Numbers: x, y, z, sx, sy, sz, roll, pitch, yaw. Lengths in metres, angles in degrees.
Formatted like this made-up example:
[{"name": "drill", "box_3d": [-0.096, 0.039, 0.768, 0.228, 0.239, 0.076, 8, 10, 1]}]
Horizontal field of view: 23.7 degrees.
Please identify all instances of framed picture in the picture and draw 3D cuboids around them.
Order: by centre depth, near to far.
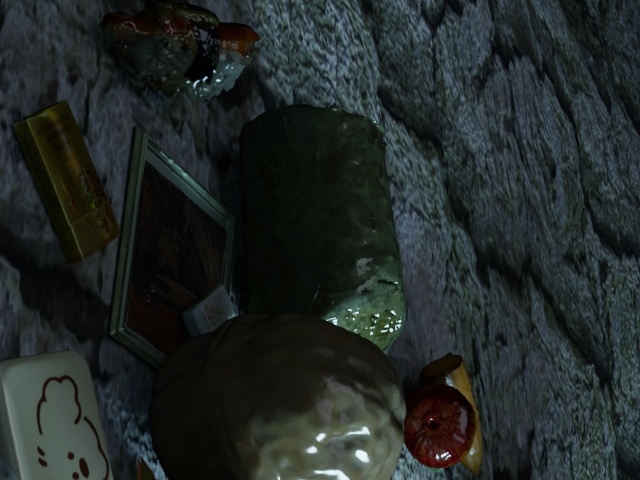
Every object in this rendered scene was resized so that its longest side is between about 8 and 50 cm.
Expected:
[{"name": "framed picture", "box_3d": [-0.159, 0.033, 1.728, 0.216, 0.016, 0.273, 44, 39, -48]}]

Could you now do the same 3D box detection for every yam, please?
[{"name": "yam", "box_3d": [0.000, 0.000, 1.860, 0.195, 0.195, 0.300, 28, 53, -57]}]

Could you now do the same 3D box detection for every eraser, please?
[{"name": "eraser", "box_3d": [-0.127, 0.082, 1.723, 0.083, 0.019, 0.038, -44, 117, -61]}]

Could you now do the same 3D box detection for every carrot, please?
[{"name": "carrot", "box_3d": [0.207, 0.273, 2.296, 0.072, 0.072, 0.205, -54, 131, -58]}]

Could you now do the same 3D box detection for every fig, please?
[{"name": "fig", "box_3d": [0.156, 0.260, 2.176, 0.153, 0.119, 0.119, 1, -70, 71]}]

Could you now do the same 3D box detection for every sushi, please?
[{"name": "sushi", "box_3d": [-0.166, -0.216, 1.760, 0.226, 0.097, 0.103, 8, 63, -47]}]

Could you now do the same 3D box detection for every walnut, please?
[{"name": "walnut", "box_3d": [-0.045, 0.191, 1.596, 0.273, 0.273, 0.227, 43, 63, -48]}]

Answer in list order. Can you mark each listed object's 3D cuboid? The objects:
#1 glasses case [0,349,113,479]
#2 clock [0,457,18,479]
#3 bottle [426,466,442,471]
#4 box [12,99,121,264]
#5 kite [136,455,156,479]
[{"name": "glasses case", "box_3d": [-0.242, 0.270, 1.361, 0.144, 0.076, 0.336, -5, 81, -64]}, {"name": "clock", "box_3d": [-0.319, 0.215, 1.138, 0.166, 0.162, 0.092, -15, 93, -64]}, {"name": "bottle", "box_3d": [0.179, 0.311, 2.244, 0.083, 0.030, 0.030, -39, 112, -63]}, {"name": "box", "box_3d": [-0.259, -0.061, 1.568, 0.089, 0.022, 0.156, -40, 112, -61]}, {"name": "kite", "box_3d": [-0.136, 0.392, 1.464, 0.327, 0.013, 0.377, 41, 35, -80]}]
